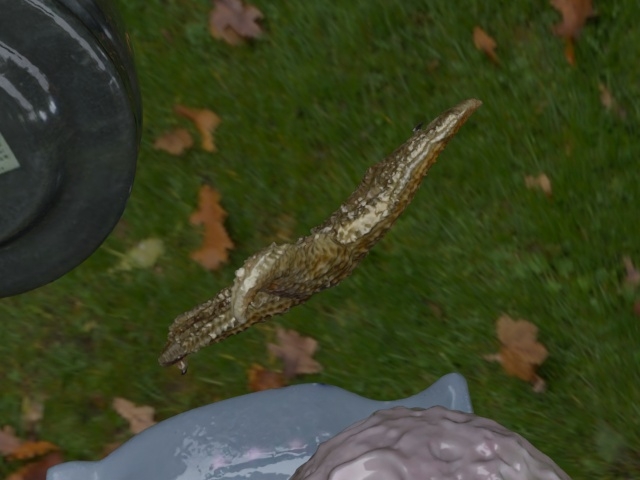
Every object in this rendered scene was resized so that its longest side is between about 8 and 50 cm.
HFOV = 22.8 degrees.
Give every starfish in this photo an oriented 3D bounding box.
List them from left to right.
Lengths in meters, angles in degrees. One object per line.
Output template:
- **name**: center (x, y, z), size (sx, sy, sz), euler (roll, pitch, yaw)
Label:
- **starfish**: center (0.003, 0.003, 1.198), size (0.302, 0.299, 0.060), euler (-40, 88, -9)

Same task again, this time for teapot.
- **teapot**: center (-0.227, -0.081, 1.029), size (0.240, 0.239, 0.321), euler (-1, 125, 0)

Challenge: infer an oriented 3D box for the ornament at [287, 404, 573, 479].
- **ornament**: center (0.075, 0.250, 1.119), size (0.259, 0.259, 0.225), euler (33, 67, 15)

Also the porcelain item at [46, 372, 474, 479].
- **porcelain item**: center (-0.043, 0.248, 1.498), size (0.405, 0.242, 0.178), euler (-13, 68, 4)
